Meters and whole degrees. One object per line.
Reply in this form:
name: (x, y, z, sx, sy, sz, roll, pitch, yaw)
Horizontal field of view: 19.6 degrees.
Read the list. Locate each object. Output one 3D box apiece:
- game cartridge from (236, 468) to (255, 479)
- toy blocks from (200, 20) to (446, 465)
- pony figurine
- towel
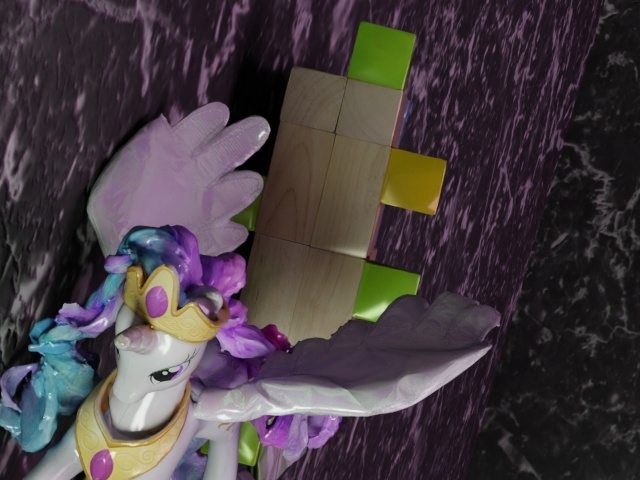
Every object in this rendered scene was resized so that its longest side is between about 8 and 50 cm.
game cartridge: (-0.006, 0.366, 1.669, 0.068, 0.355, 0.230, -41, 169, 6)
toy blocks: (0.000, 0.000, 1.666, 0.261, 0.191, 0.381, -25, 129, -86)
pony figurine: (-0.085, 0.102, 1.296, 0.351, 0.303, 0.363, -38, 157, -53)
towel: (-0.039, 0.207, 1.960, 0.152, 0.023, 0.113, -40, 141, -65)
